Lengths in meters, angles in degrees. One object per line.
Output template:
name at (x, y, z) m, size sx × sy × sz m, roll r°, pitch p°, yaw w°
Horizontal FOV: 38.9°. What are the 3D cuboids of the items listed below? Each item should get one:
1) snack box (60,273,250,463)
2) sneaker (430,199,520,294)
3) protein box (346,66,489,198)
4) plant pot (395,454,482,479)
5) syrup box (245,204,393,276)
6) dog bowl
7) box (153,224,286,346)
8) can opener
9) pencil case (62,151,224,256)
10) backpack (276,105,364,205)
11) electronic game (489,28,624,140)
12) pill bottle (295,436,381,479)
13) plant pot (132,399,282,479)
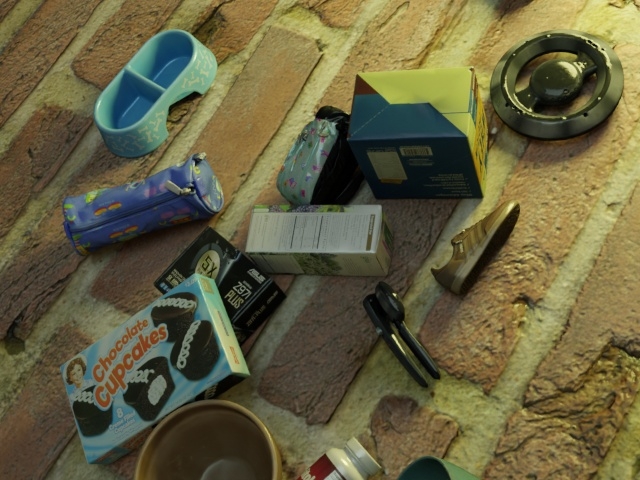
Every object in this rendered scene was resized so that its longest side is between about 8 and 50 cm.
snack box at (-0.283, 0.218, 1.513) m, size 0.322 × 0.060 × 0.187 m, roll -34°, pitch 63°, yaw 18°
sneaker at (0.254, -0.002, 1.497) m, size 0.071 × 0.066 × 0.188 m, roll 31°, pitch 77°, yaw 30°
protein box at (0.171, -0.175, 1.533) m, size 0.199 × 0.201 × 0.136 m, roll 0°, pitch 64°, yaw 19°
plant pot at (0.195, 0.452, 1.194) m, size 0.195 × 0.290 × 0.290 m, roll 20°, pitch 67°, yaw -12°
syrup box at (0.000, 0.000, 1.564) m, size 0.237 × 0.093 × 0.096 m, roll 0°, pitch 64°, yaw 18°
dog bowl at (-0.343, -0.308, 1.847) m, size 0.166 × 0.074 × 0.297 m, roll 32°, pitch 77°, yaw 29°
box at (-0.177, 0.087, 1.588) m, size 0.147 × 0.077 × 0.180 m, roll -46°, pitch 60°, yaw -8°
can opener at (0.128, 0.157, 1.466) m, size 0.059 × 0.073 × 0.186 m, roll -27°, pitch 68°, yaw -5°
pencil case at (-0.333, -0.065, 1.689) m, size 0.306 × 0.133 × 0.119 m, roll -17°, pitch 93°, yaw 11°
backpack at (0.006, -0.136, 1.615) m, size 0.115 × 0.152 × 0.182 m, roll 26°, pitch 87°, yaw 33°
electronic game at (0.413, -0.275, 1.592) m, size 0.229 × 0.048 × 0.229 m, roll -7°, pitch 63°, yaw 14°
pill bottle at (0.015, 0.373, 1.375) m, size 0.152 × 0.086 × 0.086 m, roll -41°, pitch 59°, yaw -6°
plant pot at (-0.164, 0.377, 1.419) m, size 0.237 × 0.110 × 0.237 m, roll -7°, pitch 63°, yaw 14°
